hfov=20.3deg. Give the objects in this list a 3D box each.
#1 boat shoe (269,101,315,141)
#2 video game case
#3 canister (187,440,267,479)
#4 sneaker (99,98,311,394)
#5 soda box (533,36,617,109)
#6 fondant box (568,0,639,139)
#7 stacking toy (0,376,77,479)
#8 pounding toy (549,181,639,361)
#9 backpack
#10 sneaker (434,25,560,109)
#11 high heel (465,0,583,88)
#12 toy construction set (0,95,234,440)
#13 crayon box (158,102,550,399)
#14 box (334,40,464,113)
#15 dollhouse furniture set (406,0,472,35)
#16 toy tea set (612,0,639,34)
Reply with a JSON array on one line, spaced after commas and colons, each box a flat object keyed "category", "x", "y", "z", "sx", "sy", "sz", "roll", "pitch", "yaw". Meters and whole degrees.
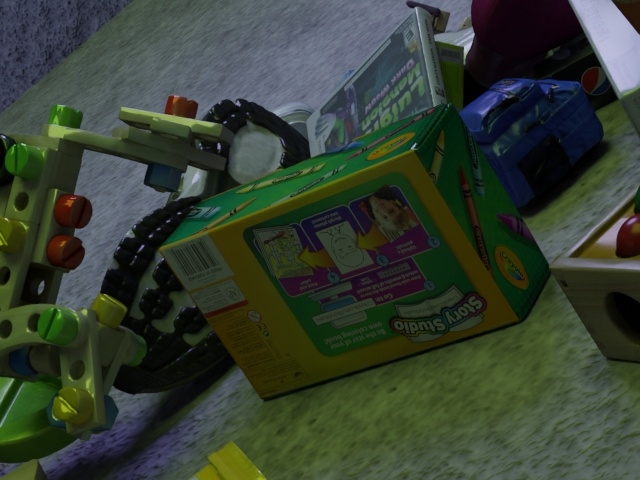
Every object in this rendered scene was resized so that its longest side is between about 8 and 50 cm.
[{"category": "boat shoe", "x": -0.082, "y": -0.061, "z": 2.025, "sx": 0.226, "sy": 0.083, "sz": 0.076, "roll": -43, "pitch": 28, "yaw": 6}, {"category": "video game case", "x": 0.054, "y": -0.112, "z": 1.770, "sx": 0.190, "sy": 0.022, "sz": 0.173, "roll": -44, "pitch": 38, "yaw": 35}, {"category": "canister", "x": -0.100, "y": 0.229, "z": 1.261, "sx": 0.170, "sy": 0.073, "sz": 0.126, "roll": -37, "pitch": 17, "yaw": -8}, {"category": "sneaker", "x": -0.122, "y": 0.038, "z": 1.791, "sx": 0.182, "sy": 0.158, "sz": 0.410, "roll": -61, "pitch": 0, "yaw": 40}, {"category": "soda box", "x": 0.286, "y": -0.175, "z": 1.693, "sx": 0.169, "sy": 0.053, "sz": 0.060, "roll": -27, "pitch": 18, "yaw": 17}, {"category": "fondant box", "x": 0.385, "y": -0.221, "z": 1.499, "sx": 0.330, "sy": 0.096, "sz": 0.238, "roll": -29, "pitch": 31, "yaw": 11}, {"category": "stacking toy", "x": -0.325, "y": 0.238, "z": 1.634, "sx": 0.279, "sy": 0.130, "sz": 0.309, "roll": -9, "pitch": 32, "yaw": 18}, {"category": "pounding toy", "x": 0.246, "y": 0.026, "z": 1.157, "sx": 0.181, "sy": 0.094, "sz": 0.206, "roll": -40, "pitch": 18, "yaw": -22}, {"category": "backpack", "x": 0.186, "y": -0.096, "z": 1.585, "sx": 0.120, "sy": 0.101, "sz": 0.098, "roll": -35, "pitch": 24, "yaw": -19}, {"category": "sneaker", "x": 0.212, "y": -0.214, "z": 1.882, "sx": 0.297, "sy": 0.111, "sz": 0.129, "roll": -45, "pitch": 27, "yaw": -8}, {"category": "high heel", "x": 0.300, "y": -0.293, "z": 1.758, "sx": 0.377, "sy": 0.127, "sz": 0.181, "roll": -42, "pitch": -11, "yaw": -19}, {"category": "toy construction set", "x": -0.214, "y": 0.005, "z": 1.564, "sx": 0.215, "sy": 0.151, "sz": 0.328, "roll": 8, "pitch": 67, "yaw": 36}, {"category": "crayon box", "x": 0.025, "y": 0.015, "z": 1.458, "sx": 0.278, "sy": 0.165, "sz": 0.081, "roll": -20, "pitch": 22, "yaw": 36}, {"category": "box", "x": 0.078, "y": -0.132, "z": 1.829, "sx": 0.042, "sy": 0.109, "sz": 0.178, "roll": 8, "pitch": -10, "yaw": -32}, {"category": "dollhouse furniture set", "x": 0.143, "y": -0.237, "z": 2.190, "sx": 0.114, "sy": 0.091, "sz": 0.081, "roll": -4, "pitch": -69, "yaw": -81}, {"category": "toy tea set", "x": 0.359, "y": -0.295, "z": 1.409, "sx": 0.336, "sy": 0.124, "sz": 0.200, "roll": -46, "pitch": 32, "yaw": -15}]
